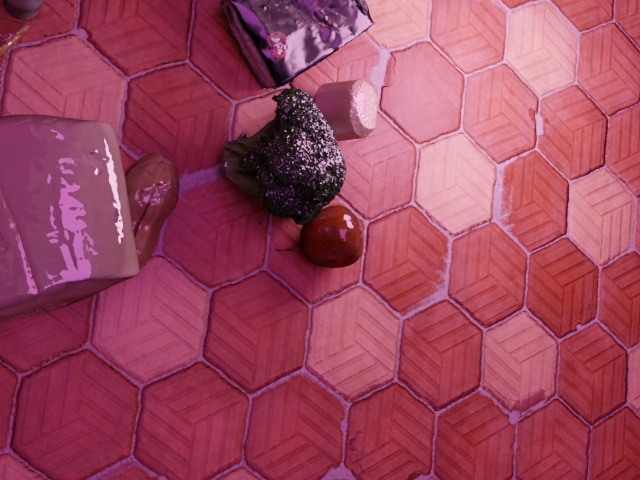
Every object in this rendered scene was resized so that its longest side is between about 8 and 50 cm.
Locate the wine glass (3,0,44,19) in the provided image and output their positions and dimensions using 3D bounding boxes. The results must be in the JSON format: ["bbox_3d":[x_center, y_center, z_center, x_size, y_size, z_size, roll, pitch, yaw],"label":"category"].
[{"bbox_3d":[-0.592,-0.513,1.680,0.093,0.202,0.092,2,84,-22],"label":"wine glass"}]

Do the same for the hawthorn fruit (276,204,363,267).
[{"bbox_3d":[0.017,0.006,1.942,0.189,0.149,0.149,-38,100,-21],"label":"hawthorn fruit"}]

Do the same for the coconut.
[{"bbox_3d":[0.050,-0.308,1.986,0.147,0.153,0.147,12,76,-57],"label":"coconut"}]

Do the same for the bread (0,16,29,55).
[{"bbox_3d":[-0.697,-0.414,1.694,0.193,0.067,0.119,13,71,-24],"label":"bread"}]

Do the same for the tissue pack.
[{"bbox_3d":[-0.051,-0.535,1.967,0.332,0.123,0.245,-38,112,-23],"label":"tissue pack"}]

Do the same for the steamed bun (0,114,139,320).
[{"bbox_3d":[-0.588,-0.033,1.583,0.456,0.290,0.371,-11,83,-10],"label":"steamed bun"}]

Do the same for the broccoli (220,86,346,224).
[{"bbox_3d":[-0.078,-0.183,1.868,0.275,0.308,0.307,12,77,15],"label":"broccoli"}]

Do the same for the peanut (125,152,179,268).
[{"bbox_3d":[-0.385,-0.051,1.771,0.130,0.130,0.290,27,76,-20],"label":"peanut"}]
